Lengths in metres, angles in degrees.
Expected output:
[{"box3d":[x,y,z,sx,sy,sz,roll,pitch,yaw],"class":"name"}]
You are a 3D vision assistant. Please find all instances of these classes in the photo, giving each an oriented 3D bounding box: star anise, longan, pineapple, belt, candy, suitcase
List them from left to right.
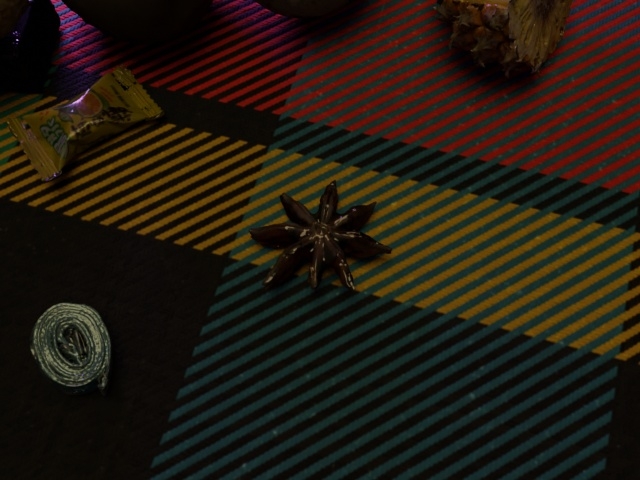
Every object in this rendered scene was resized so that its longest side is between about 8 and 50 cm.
[{"box3d":[-0.780,-0.461,1.542,0.334,0.152,0.230,5,69,2],"class":"suitcase"},{"box3d":[-0.456,0.201,1.271,0.147,0.082,0.163,3,63,-7],"class":"belt"},{"box3d":[-0.502,-0.258,1.476,0.297,0.081,0.187,-32,69,-22],"class":"candy"},{"box3d":[-0.412,-0.643,1.463,0.403,0.404,0.436,-33,68,-11],"class":"longan"},{"box3d":[0.000,0.001,1.328,0.287,0.088,0.288,-2,51,3],"class":"star anise"},{"box3d":[0.365,-0.467,1.497,0.286,0.209,0.344,19,40,39],"class":"pineapple"}]

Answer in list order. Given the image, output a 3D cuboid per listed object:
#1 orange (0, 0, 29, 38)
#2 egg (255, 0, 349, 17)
[{"box3d":[-0.724,-0.486,1.356,0.368,0.210,0.271,-42,66,-11],"class":"orange"},{"box3d":[-0.023,-0.685,1.493,0.344,0.345,0.428,19,56,11],"class":"egg"}]
